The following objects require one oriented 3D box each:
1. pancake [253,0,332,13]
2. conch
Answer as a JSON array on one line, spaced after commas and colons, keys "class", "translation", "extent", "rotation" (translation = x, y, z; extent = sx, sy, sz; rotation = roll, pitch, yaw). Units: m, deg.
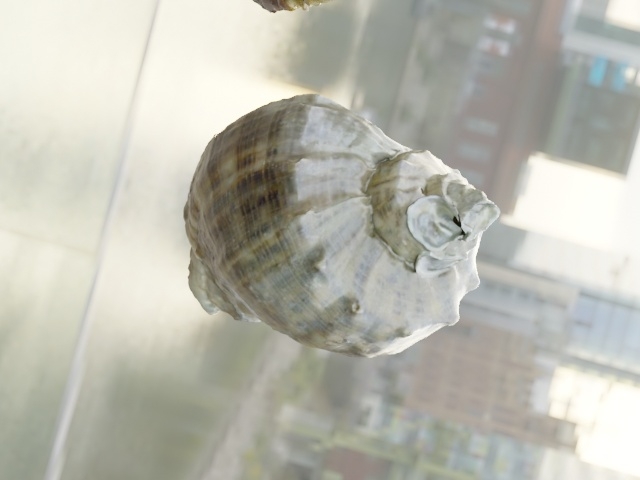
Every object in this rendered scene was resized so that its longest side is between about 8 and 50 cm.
[{"class": "pancake", "translation": [-0.052, -0.313, 1.173], "extent": [0.356, 0.065, 0.356], "rotation": [49, -29, 39]}, {"class": "conch", "translation": [0.002, 0.010, 1.481], "extent": [0.210, 0.291, 0.159], "rotation": [48, 30, -32]}]
